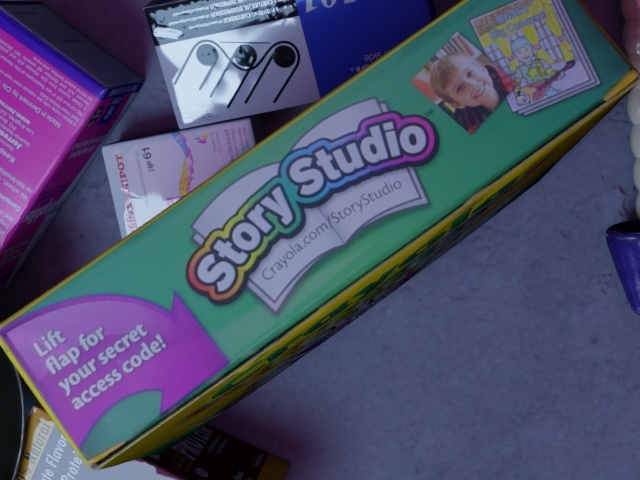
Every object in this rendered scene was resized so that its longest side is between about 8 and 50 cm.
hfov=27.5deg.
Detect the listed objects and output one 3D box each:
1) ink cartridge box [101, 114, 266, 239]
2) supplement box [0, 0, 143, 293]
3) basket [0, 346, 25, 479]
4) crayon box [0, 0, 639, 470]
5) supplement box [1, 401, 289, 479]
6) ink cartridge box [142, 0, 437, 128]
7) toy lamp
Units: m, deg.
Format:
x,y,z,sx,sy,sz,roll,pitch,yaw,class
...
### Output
x,y,z,sx,sy,sz,roll,pitch,yaw,class
-0.101,-0.045,1.027,0.122,0.052,0.088,-10,99,10,ink cartridge box
-0.251,-0.064,1.012,0.114,0.111,0.220,37,102,-1,supplement box
-0.347,0.118,0.987,0.227,0.154,0.204,18,107,46,basket
0.000,0.000,0.841,0.363,0.313,0.106,-36,85,-5,crayon box
-0.157,0.235,1.041,0.194,0.129,0.191,25,101,2,supplement box
-0.017,-0.152,0.971,0.207,0.046,0.097,-10,111,13,ink cartridge box
0.242,-0.081,0.966,0.080,0.080,0.275,-8,98,8,toy lamp
